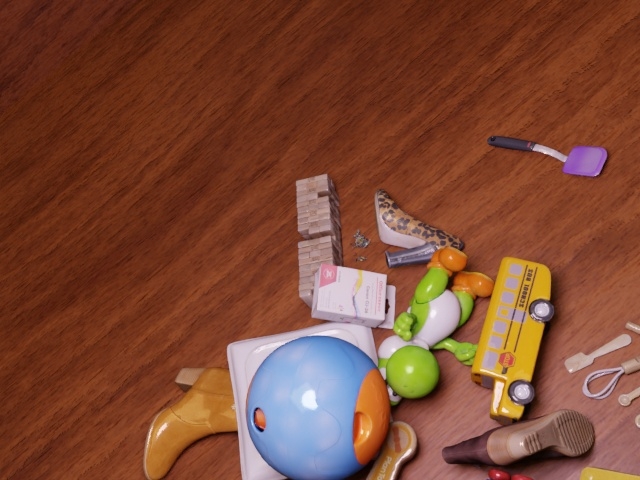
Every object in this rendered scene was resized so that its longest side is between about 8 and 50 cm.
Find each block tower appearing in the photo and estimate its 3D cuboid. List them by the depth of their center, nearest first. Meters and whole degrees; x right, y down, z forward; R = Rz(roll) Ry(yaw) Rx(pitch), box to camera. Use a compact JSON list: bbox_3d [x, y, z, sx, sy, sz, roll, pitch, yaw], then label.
[{"bbox_3d":[0.000,0.000,1.880,0.097,0.091,0.335,-12,59,18],"label":"block tower"}]

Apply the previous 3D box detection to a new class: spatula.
[{"bbox_3d":[0.537,-0.216,1.799,0.296,0.030,0.084,20,71,32],"label":"spatula"}]

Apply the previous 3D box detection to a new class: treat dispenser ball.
[{"bbox_3d":[-0.006,0.332,1.480,0.288,0.288,0.288,-11,58,18],"label":"treat dispenser ball"}]

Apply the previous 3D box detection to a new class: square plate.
[{"bbox_3d":[-0.029,0.343,1.676,0.347,0.049,0.344,-13,59,2],"label":"square plate"}]

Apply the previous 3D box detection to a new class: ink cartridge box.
[{"bbox_3d":[0.086,0.130,1.720,0.198,0.067,0.115,10,66,-10],"label":"ink cartridge box"}]

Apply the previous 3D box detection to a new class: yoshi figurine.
[{"bbox_3d":[0.238,0.201,1.592,0.203,0.203,0.362,29,76,23],"label":"yoshi figurine"}]

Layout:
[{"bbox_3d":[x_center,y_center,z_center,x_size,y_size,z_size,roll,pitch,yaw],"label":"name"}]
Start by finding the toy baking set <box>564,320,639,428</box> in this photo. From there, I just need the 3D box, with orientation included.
[{"bbox_3d":[0.630,0.257,1.485,0.256,0.030,0.197,31,78,34],"label":"toy baking set"}]

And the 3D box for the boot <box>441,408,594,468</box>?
[{"bbox_3d":[0.386,0.390,1.463,0.207,0.248,0.090,-28,66,51],"label":"boot"}]

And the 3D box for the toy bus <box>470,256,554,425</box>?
[{"bbox_3d":[0.401,0.210,1.554,0.130,0.108,0.333,14,68,17],"label":"toy bus"}]

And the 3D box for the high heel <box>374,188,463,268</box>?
[{"bbox_3d":[0.233,-0.042,1.822,0.186,0.093,0.261,-9,48,-1],"label":"high heel"}]

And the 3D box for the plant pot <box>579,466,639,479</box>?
[{"bbox_3d":[0.534,0.489,1.250,0.212,0.187,0.212,-8,55,54],"label":"plant pot"}]

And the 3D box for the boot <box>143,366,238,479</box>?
[{"bbox_3d":[-0.276,0.432,1.747,0.211,0.104,0.295,4,60,26],"label":"boot"}]

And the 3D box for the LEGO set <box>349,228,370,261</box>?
[{"bbox_3d":[0.101,0.014,1.873,0.054,0.023,0.083,7,79,30],"label":"LEGO set"}]

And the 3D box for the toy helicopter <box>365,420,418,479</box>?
[{"bbox_3d":[0.116,0.536,1.495,0.235,0.140,0.355,17,68,28],"label":"toy helicopter"}]

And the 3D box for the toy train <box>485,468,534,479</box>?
[{"bbox_3d":[0.374,0.500,1.415,0.143,0.248,0.105,18,75,-11],"label":"toy train"}]
